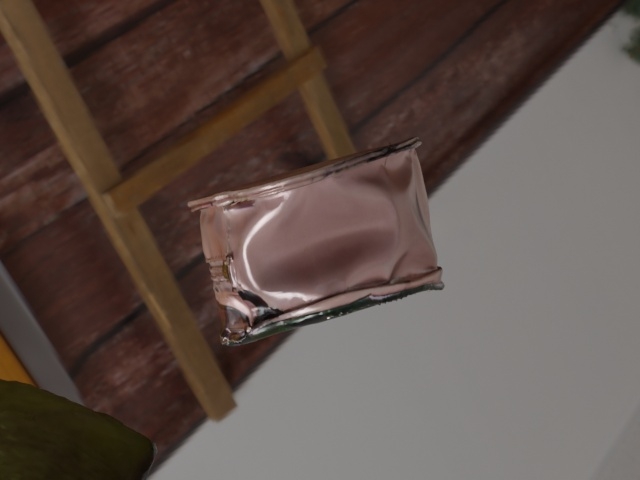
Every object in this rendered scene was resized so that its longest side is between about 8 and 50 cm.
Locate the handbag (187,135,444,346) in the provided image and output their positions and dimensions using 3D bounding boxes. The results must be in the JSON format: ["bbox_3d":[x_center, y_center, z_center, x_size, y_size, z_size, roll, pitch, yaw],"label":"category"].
[{"bbox_3d":[0.001,0.001,0.795,0.179,0.116,0.205,-14,-178,31],"label":"handbag"}]

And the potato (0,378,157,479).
[{"bbox_3d":[-0.274,0.250,0.562,0.330,0.213,0.280,-63,179,17],"label":"potato"}]
